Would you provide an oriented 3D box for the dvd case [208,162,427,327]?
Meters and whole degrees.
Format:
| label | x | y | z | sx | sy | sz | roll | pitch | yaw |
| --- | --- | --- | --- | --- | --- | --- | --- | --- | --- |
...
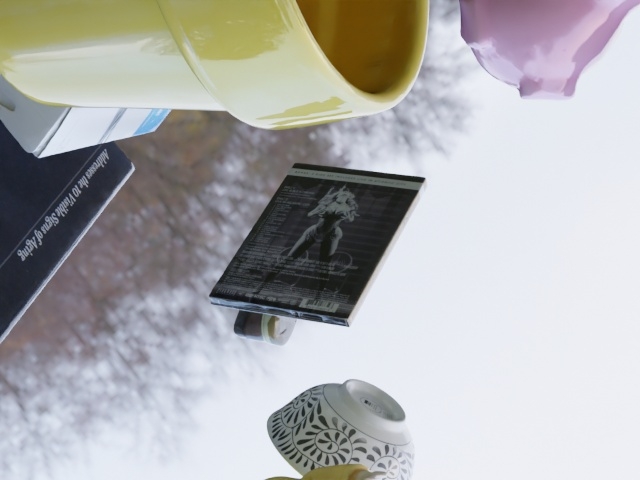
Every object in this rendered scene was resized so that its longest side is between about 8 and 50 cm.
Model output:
| label | x | y | z | sx | sy | sz | roll | pitch | yaw |
| --- | --- | --- | --- | --- | --- | --- | --- | --- | --- |
| dvd case | 0.000 | 0.000 | 1.608 | 0.165 | 0.018 | 0.221 | 8 | -134 | 26 |

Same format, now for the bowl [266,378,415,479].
| label | x | y | z | sx | sy | sz | roll | pitch | yaw |
| --- | --- | --- | --- | --- | --- | --- | --- | --- | --- |
| bowl | 0.037 | 0.195 | 1.539 | 0.080 | 0.170 | 0.170 | -60 | -161 | 17 |

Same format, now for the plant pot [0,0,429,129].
| label | x | y | z | sx | sy | sz | roll | pitch | yaw |
| --- | --- | --- | --- | --- | --- | --- | --- | --- | --- |
| plant pot | -0.086 | -0.186 | 0.959 | 0.239 | 0.254 | 0.254 | -10 | -147 | 26 |

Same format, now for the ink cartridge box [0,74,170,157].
| label | x | y | z | sx | sy | sz | roll | pitch | yaw |
| --- | --- | --- | --- | --- | --- | --- | --- | --- | --- |
| ink cartridge box | -0.245 | -0.169 | 1.500 | 0.082 | 0.139 | 0.191 | -47 | 167 | 29 |

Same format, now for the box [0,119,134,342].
| label | x | y | z | sx | sy | sz | roll | pitch | yaw |
| --- | --- | --- | --- | --- | --- | --- | --- | --- | --- |
| box | -0.518 | -0.084 | 1.598 | 0.297 | 0.471 | 0.480 | -32 | -163 | 30 |

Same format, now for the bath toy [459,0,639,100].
| label | x | y | z | sx | sy | sz | roll | pitch | yaw |
| --- | --- | --- | --- | --- | --- | --- | --- | --- | --- |
| bath toy | 0.106 | -0.136 | 0.722 | 0.129 | 0.348 | 0.151 | -53 | -172 | -29 |

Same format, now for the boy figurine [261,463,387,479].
| label | x | y | z | sx | sy | sz | roll | pitch | yaw |
| --- | --- | --- | --- | --- | --- | --- | --- | --- | --- |
| boy figurine | 0.014 | 0.278 | 1.301 | 0.285 | 0.092 | 0.177 | 11 | -88 | 57 |

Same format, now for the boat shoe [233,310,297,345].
| label | x | y | z | sx | sy | sz | roll | pitch | yaw |
| --- | --- | --- | --- | --- | --- | --- | --- | --- | --- |
| boat shoe | -0.053 | 0.043 | 1.905 | 0.073 | 0.080 | 0.223 | 4 | -137 | 16 |
